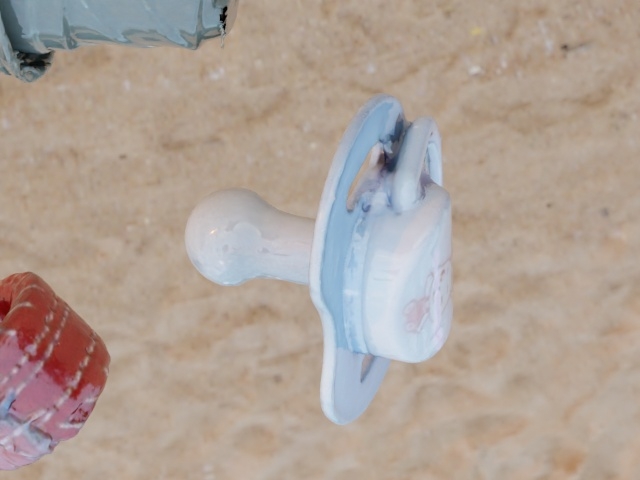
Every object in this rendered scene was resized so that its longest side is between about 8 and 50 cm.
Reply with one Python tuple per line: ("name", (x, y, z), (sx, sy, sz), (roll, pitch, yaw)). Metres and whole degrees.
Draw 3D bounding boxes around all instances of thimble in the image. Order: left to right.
("thimble", (-0.292, 0.120, 1.345), (0.125, 0.163, 0.190), (49, 161, -22))

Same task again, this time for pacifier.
("pacifier", (0.000, 0.000, 1.169), (0.226, 0.238, 0.287), (11, 138, 15))

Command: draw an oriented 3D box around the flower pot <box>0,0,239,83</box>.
("flower pot", (-0.101, -0.187, 0.765), (0.141, 0.235, 0.235), (14, 147, 1))
